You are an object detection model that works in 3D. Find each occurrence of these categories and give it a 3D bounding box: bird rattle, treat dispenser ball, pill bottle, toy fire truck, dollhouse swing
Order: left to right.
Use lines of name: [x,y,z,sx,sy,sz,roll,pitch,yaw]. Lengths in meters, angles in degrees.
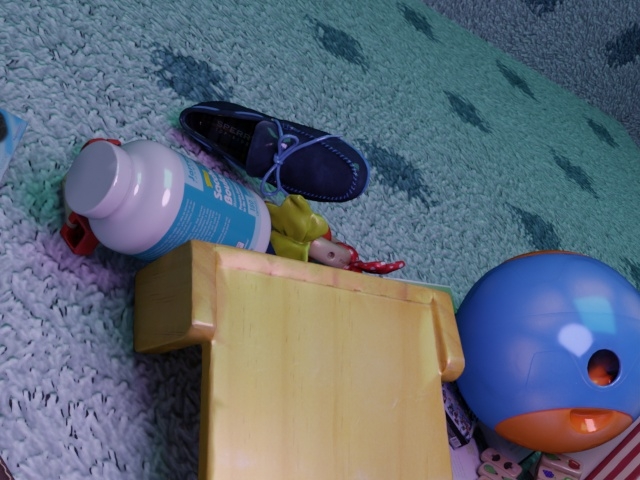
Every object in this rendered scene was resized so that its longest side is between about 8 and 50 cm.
toy fire truck: [-0.308,-0.067,1.125,0.135,0.047,0.192,1,49,-47]
pill bottle: [-0.194,-0.038,1.049,0.264,0.146,0.146,26,31,-52]
dollhouse swing: [-0.038,0.191,0.986,0.347,0.315,0.305,12,72,-26]
bird rattle: [0.000,0.000,1.306,0.253,0.143,0.207,17,15,-31]
treat dispenser ball: [0.330,0.156,1.163,0.288,0.288,0.288,29,33,-21]

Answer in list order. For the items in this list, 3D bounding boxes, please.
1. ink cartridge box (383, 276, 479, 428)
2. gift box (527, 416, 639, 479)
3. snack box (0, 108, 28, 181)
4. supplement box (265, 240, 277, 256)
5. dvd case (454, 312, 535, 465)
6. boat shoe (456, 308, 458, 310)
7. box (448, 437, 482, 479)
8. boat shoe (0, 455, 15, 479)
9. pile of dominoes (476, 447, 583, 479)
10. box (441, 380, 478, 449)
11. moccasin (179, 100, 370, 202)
ink cartridge box: [0.164,0.182,1.279,0.171,0.056,0.235,10,57,-41]
gift box: [0.497,0.383,1.255,0.255,0.258,0.276,31,13,-30]
snack box: [-0.474,-0.078,0.939,0.187,0.060,0.322,27,34,-23]
supplement box: [-0.113,0.031,1.180,0.056,0.083,0.083,17,38,-46]
dvd case: [0.287,0.226,1.319,0.180,0.022,0.253,-14,76,-48]
boat shoe: [0.279,0.217,1.407,0.228,0.069,0.081,47,15,-7]
box: [0.112,0.346,1.071,0.322,0.058,0.232,21,36,-33]
boat shoe: [-0.248,0.305,0.671,0.123,0.123,0.342,16,37,-58]
pile of dominoes: [0.292,0.368,1.071,0.196,0.040,0.251,19,29,13]
box: [0.179,0.224,1.194,0.137,0.027,0.094,55,28,-4]
moccasin: [-0.088,-0.136,1.333,0.342,0.137,0.117,19,14,25]
